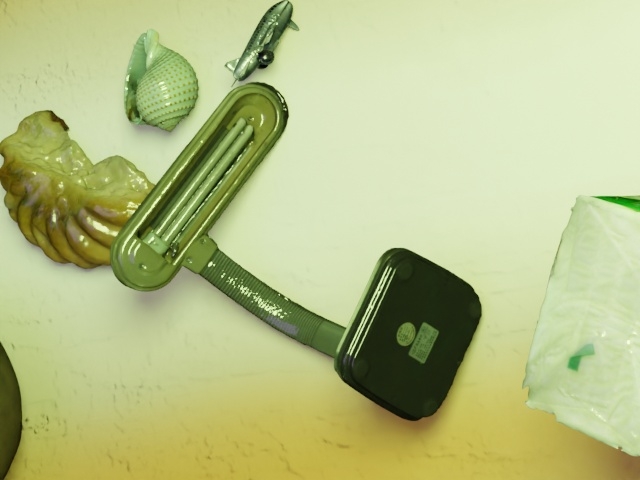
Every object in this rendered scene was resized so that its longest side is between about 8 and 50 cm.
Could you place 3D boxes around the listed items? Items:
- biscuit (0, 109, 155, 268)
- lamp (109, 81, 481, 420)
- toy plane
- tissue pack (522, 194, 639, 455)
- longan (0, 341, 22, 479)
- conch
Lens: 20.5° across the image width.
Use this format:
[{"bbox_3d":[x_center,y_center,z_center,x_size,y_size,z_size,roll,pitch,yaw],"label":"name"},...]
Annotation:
[{"bbox_3d":[-0.224,-0.035,1.570,0.183,0.061,0.118,28,107,29],"label":"biscuit"},{"bbox_3d":[0.002,0.002,1.409,0.283,0.124,0.203,23,83,34],"label":"lamp"},{"bbox_3d":[-0.047,-0.162,1.458,0.031,0.078,0.083,40,80,-7],"label":"toy plane"},{"bbox_3d":[0.257,0.058,1.162,0.156,0.209,0.148,22,102,31],"label":"tissue pack"},{"bbox_3d":[-0.381,0.142,1.573,0.248,0.248,0.248,1,91,34],"label":"longan"},{"bbox_3d":[-0.135,-0.132,1.512,0.076,0.057,0.085,-21,58,51],"label":"conch"}]
